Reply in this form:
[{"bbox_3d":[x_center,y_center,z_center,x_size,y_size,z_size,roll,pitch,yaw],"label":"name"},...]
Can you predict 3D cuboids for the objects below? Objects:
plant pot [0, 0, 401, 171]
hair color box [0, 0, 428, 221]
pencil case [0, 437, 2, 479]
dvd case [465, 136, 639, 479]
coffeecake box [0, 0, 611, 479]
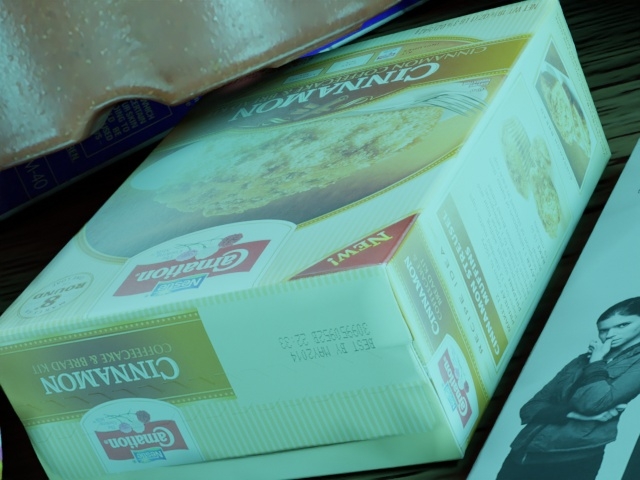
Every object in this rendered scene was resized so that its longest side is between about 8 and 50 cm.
[{"bbox_3d":[-0.104,-0.174,0.671,0.272,0.265,0.272,-22,9,4],"label":"plant pot"},{"bbox_3d":[-0.059,-0.144,0.953,0.339,0.110,0.185,-27,21,-14],"label":"hair color box"},{"bbox_3d":[-0.185,0.034,0.664,0.124,0.124,0.284,-27,21,-9],"label":"pencil case"},{"bbox_3d":[0.147,0.012,0.499,0.179,0.029,0.238,-10,25,30],"label":"dvd case"},{"bbox_3d":[0.000,0.000,0.615,0.142,0.068,0.185,-11,25,28],"label":"coffeecake box"}]
